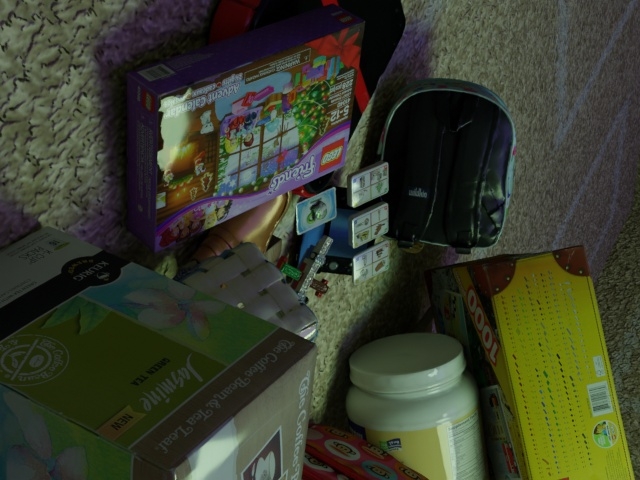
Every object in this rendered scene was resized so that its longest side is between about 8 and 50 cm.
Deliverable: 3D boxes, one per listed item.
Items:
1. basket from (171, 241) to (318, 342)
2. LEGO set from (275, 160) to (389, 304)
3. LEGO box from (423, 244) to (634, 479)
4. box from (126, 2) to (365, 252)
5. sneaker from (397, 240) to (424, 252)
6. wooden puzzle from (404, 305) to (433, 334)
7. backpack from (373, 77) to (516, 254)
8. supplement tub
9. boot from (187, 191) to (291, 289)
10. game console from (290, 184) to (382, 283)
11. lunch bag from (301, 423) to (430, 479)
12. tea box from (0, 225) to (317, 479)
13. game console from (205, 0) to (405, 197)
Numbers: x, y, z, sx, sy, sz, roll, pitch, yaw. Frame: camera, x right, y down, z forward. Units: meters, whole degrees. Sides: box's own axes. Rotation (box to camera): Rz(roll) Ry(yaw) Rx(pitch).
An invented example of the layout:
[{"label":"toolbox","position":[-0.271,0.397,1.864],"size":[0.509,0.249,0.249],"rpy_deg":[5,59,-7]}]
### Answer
[{"label":"basket","position":[-0.134,0.145,1.248],"size":[0.255,0.201,0.289],"rpy_deg":[-30,158,-34]},{"label":"LEGO set","position":[0.000,0.000,1.584],"size":[0.244,0.060,0.182],"rpy_deg":[-26,126,-37]},{"label":"LEGO box","position":[0.376,0.273,2.017],"size":[0.372,0.193,0.499],"rpy_deg":[159,-80,-79]},{"label":"box","position":[-0.081,-0.129,1.218],"size":[0.293,0.057,0.200],"rpy_deg":[-27,140,-36]},{"label":"sneaker","position":[0.183,-0.073,1.954],"size":[0.084,0.070,0.185],"rpy_deg":[-47,155,-59]},{"label":"wooden puzzle","position":[0.165,0.267,2.221],"size":[0.221,0.044,0.238],"rpy_deg":[-47,152,-43]},{"label":"backpack","position":[0.198,-0.129,1.739],"size":[0.191,0.225,0.253],"rpy_deg":[-72,168,-67]},{"label":"supplement tub","position":[0.175,0.355,1.973],"size":[0.241,0.241,0.331],"rpy_deg":[-31,116,-55]},{"label":"boot","position":[-0.108,-0.015,1.353],"size":[0.152,0.073,0.197],"rpy_deg":[-36,136,-42]},{"label":"game console","position":[0.024,0.000,1.633],"size":[0.085,0.124,0.144],"rpy_deg":[-92,-170,-64]},{"label":"lunch bag","position":[0.046,0.415,1.761],"size":[0.258,0.293,0.120],"rpy_deg":[-5,118,-65]},{"label":"tea box","position":[-0.202,0.215,1.010],"size":[0.220,0.324,0.328],"rpy_deg":[-38,141,-51]},{"label":"game console","position":[-0.004,-0.268,1.403],"size":[0.341,0.060,0.386],"rpy_deg":[-65,157,-20]}]
